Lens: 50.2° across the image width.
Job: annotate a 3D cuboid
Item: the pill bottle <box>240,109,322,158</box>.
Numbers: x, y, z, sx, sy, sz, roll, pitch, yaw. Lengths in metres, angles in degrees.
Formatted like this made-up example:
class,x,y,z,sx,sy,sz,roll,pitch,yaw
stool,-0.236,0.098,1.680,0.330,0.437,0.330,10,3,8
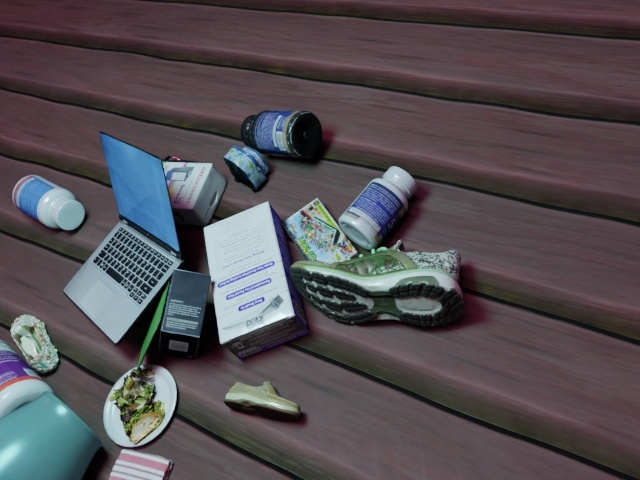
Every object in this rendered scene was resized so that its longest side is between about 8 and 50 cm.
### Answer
class,x,y,z,sx,sy,sz,roll,pitch,yaw
pill bottle,-0.110,-0.286,1.825,0.219,0.123,0.123,12,65,43

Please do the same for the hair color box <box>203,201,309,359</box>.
class,x,y,z,sx,sy,sz,roll,pitch,yaw
hair color box,-0.158,0.090,1.632,0.185,0.110,0.339,-22,52,9

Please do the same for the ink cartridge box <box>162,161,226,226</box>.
class,x,y,z,sx,sy,sz,roll,pitch,yaw
ink cartridge box,-0.387,-0.130,1.880,0.212,0.093,0.154,7,62,26

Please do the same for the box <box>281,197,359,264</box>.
class,x,y,z,sx,sy,sz,roll,pitch,yaw
box,0.000,0.000,1.661,0.114,0.036,0.207,-36,53,0

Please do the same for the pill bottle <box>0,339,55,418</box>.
class,x,y,z,sx,sy,sz,roll,pitch,yaw
pill bottle,-0.816,0.363,1.705,0.322,0.181,0.182,27,74,35

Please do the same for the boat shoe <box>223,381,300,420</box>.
class,x,y,z,sx,sy,sz,roll,pitch,yaw
boat shoe,-0.122,0.341,1.488,0.189,0.068,0.072,6,51,27

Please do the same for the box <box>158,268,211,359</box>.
class,x,y,z,sx,sy,sz,roll,pitch,yaw
box,-0.319,0.175,1.606,0.093,0.156,0.158,11,59,-9

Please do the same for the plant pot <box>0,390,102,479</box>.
class,x,y,z,sx,sy,sz,roll,pitch,yaw
plant pot,-0.639,0.489,1.516,0.271,0.272,0.255,23,56,33

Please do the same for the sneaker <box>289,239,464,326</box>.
class,x,y,z,sx,sy,sz,roll,pitch,yaw
sneaker,0.131,0.078,1.516,0.410,0.158,0.182,5,42,24

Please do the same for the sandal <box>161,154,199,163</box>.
class,x,y,z,sx,sy,sz,roll,pitch,yaw
sandal,-0.416,-0.218,1.970,0.179,0.067,0.040,5,54,18

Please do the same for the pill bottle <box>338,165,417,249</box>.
class,x,y,z,sx,sy,sz,roll,pitch,yaw
pill bottle,0.140,-0.079,1.600,0.112,0.112,0.187,31,73,35

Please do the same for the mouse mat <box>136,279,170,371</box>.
class,x,y,z,sx,sy,sz,roll,pitch,yaw
mouse mat,-0.399,0.203,1.632,0.190,0.007,0.153,-58,20,32

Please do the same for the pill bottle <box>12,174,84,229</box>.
class,x,y,z,sx,sy,sz,roll,pitch,yaw
pill bottle,-0.805,-0.108,2.032,0.221,0.124,0.124,24,72,34

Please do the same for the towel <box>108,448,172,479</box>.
class,x,y,z,sx,sy,sz,roll,pitch,yaw
towel,-0.417,0.566,1.501,0.144,0.029,0.197,4,60,26

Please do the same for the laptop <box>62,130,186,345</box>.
class,x,y,z,sx,sy,sz,roll,pitch,yaw
laptop,-0.538,-0.019,1.737,0.382,0.236,0.408,25,74,48

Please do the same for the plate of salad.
class,x,y,z,sx,sy,sz,roll,pitch,yaw
plate of salad,-0.431,0.383,1.607,0.199,0.048,0.200,-12,56,18

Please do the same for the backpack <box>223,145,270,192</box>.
class,x,y,z,sx,sy,sz,roll,pitch,yaw
backpack,-0.199,-0.203,1.828,0.105,0.114,0.084,31,76,36

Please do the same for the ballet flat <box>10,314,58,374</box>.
class,x,y,z,sx,sy,sz,roll,pitch,yaw
ballet flat,-0.771,0.261,1.816,0.241,0.077,0.091,34,78,36
